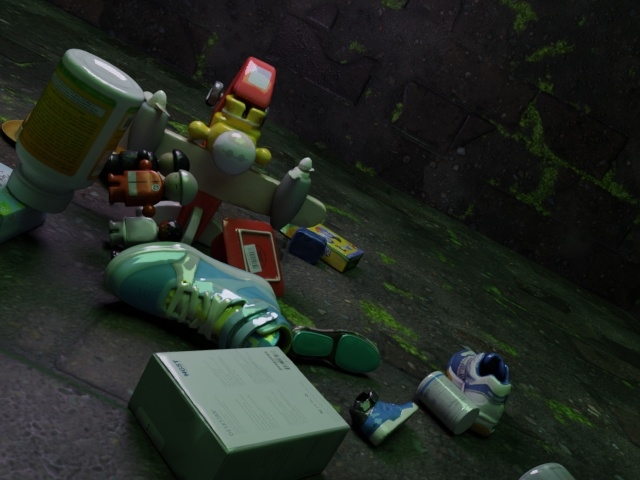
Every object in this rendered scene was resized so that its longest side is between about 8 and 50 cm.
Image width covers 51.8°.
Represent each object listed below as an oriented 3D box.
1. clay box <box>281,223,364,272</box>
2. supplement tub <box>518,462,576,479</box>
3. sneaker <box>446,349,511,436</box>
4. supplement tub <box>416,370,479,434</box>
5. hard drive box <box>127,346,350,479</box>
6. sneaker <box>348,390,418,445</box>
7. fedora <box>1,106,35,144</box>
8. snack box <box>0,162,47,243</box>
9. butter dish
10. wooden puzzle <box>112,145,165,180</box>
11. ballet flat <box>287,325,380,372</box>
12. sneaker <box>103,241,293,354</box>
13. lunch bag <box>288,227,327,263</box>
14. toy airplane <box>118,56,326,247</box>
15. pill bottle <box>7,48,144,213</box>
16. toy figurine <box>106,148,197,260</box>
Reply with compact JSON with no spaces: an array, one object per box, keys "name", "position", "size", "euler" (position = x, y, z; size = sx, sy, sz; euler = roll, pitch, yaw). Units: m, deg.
[{"name":"clay box","position":[0.000,0.000,1.803],"size":[0.222,0.053,0.127],"euler":[34,17,14]},{"name":"supplement tub","position":[0.385,0.446,1.004],"size":[0.117,0.117,0.190],"euler":[17,20,-34]},{"name":"sneaker","position":[0.347,0.287,1.389],"size":[0.111,0.131,0.296],"euler":[26,15,-3]},{"name":"supplement tub","position":[0.242,0.308,1.257],"size":[0.071,0.071,0.107],"euler":[9,26,-49]},{"name":"hard drive box","position":[-0.104,0.233,0.879],"size":[0.232,0.089,0.181],"euler":[9,25,-50]},{"name":"sneaker","position":[0.104,0.285,1.119],"size":[0.084,0.058,0.152],"euler":[45,28,20]},{"name":"fedora","position":[-0.614,-0.250,1.488],"size":[0.194,0.079,0.194],"euler":[26,17,-9]},{"name":"snack box","position":[-0.573,-0.084,1.081],"size":[0.207,0.070,0.174],"euler":[30,16,-4]},{"name":"butter dish","position":[-0.163,0.046,1.308],"size":[0.159,0.118,0.160],"euler":[6,69,-57]},{"name":"wooden puzzle","position":[-0.440,-0.225,1.655],"size":[0.348,0.081,0.322],"euler":[42,15,36]},{"name":"ballet flat","position":[0.012,0.195,1.232],"size":[0.221,0.077,0.079],"euler":[17,1,-33]},{"name":"sneaker","position":[-0.175,0.114,1.054],"size":[0.318,0.127,0.208],"euler":[16,20,-35]},{"name":"lunch bag","position":[-0.028,0.011,1.698],"size":[0.098,0.067,0.065],"euler":[29,17,-4]},{"name":"toy airplane","position":[-0.211,-0.154,1.362],"size":[0.386,0.385,0.272],"euler":[-22,10,-16]},{"name":"pill bottle","position":[-0.404,-0.170,1.069],"size":[0.136,0.246,0.136],"euler":[34,15,-11]},{"name":"toy figurine","position":[-0.296,-0.050,1.160],"size":[0.148,0.210,0.213],"euler":[-3,21,-19]}]
